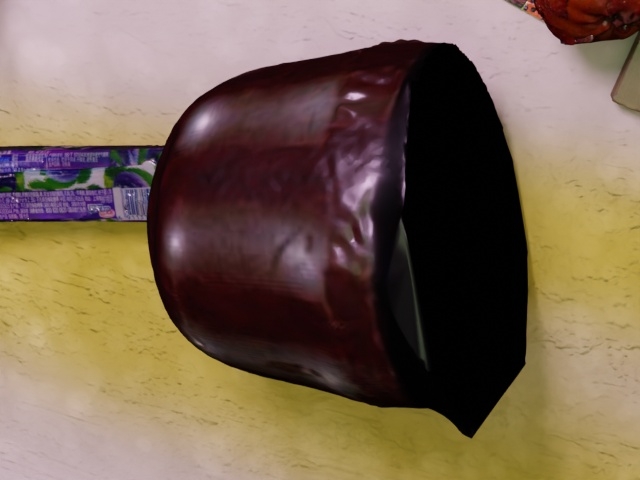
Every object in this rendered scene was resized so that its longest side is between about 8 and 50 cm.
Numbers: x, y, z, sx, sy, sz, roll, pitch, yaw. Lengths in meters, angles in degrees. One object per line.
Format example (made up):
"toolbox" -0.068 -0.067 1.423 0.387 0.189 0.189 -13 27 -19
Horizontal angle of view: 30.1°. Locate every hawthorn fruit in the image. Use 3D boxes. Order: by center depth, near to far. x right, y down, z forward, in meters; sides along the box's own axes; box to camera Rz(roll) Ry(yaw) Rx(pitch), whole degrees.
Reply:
"hawthorn fruit" 0.268 -0.274 1.137 0.148 0.148 0.172 -20 69 19

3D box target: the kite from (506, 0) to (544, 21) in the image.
"kite" 0.184 -0.298 1.217 0.125 0.008 0.222 -10 102 18

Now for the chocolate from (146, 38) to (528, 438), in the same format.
"chocolate" 0.000 0.000 1.173 0.331 0.383 0.384 -8 103 23

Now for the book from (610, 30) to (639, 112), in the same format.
"book" 0.425 -0.168 1.179 0.230 0.026 0.161 23 109 8

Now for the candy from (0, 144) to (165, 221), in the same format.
"candy" -0.290 -0.066 1.381 0.312 0.061 0.088 0 104 14
